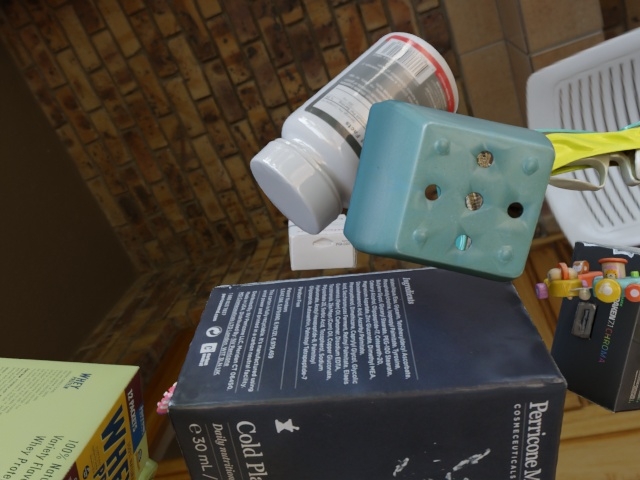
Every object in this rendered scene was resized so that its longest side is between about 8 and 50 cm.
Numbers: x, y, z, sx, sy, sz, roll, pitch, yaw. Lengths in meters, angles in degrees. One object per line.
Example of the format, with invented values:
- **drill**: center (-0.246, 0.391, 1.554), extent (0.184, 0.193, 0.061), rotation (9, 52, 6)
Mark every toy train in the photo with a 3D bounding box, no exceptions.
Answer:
- **toy train**: center (0.332, 0.042, 0.609), extent (0.166, 0.125, 0.046), rotation (169, 96, -72)

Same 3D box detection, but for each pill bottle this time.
- **pill bottle**: center (0.049, -0.149, 0.734), extent (0.161, 0.283, 0.161), rotation (42, 164, 15)

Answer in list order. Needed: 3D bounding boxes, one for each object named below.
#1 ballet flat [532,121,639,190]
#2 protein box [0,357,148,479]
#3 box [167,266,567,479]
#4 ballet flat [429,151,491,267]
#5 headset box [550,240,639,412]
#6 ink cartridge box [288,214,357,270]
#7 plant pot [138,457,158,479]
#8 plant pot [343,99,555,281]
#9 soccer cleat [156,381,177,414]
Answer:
- **ballet flat**: center (0.354, -0.101, 0.628), extent (0.077, 0.230, 0.078), rotation (77, -172, -75)
- **protein box**: center (-0.316, 0.237, 0.535), extent (0.200, 0.200, 0.136), rotation (-80, -9, -69)
- **box**: center (0.077, 0.319, 0.814), extent (0.297, 0.470, 0.481), rotation (-89, -9, -63)
- **ballet flat**: center (0.343, -0.026, 1.168), extent (0.164, 0.181, 0.484), rotation (141, 136, -73)
- **headset box**: center (0.531, 0.139, 0.859), extent (0.131, 0.282, 0.247), rotation (22, 105, 60)
- **ink cartridge box**: center (0.000, 0.000, 1.293), extent (0.218, 0.158, 0.092), rotation (-106, 13, -77)
- **plant pot**: center (-0.665, 0.660, 1.431), extent (0.367, 0.352, 0.366), rotation (-62, -1, -1)
- **plant pot**: center (0.122, -0.047, 0.507), extent (0.234, 0.165, 0.166), rotation (-85, 7, -80)
- **soccer cleat**: center (-0.423, 0.478, 1.658), extent (0.095, 0.248, 0.083), rotation (43, 176, 0)
